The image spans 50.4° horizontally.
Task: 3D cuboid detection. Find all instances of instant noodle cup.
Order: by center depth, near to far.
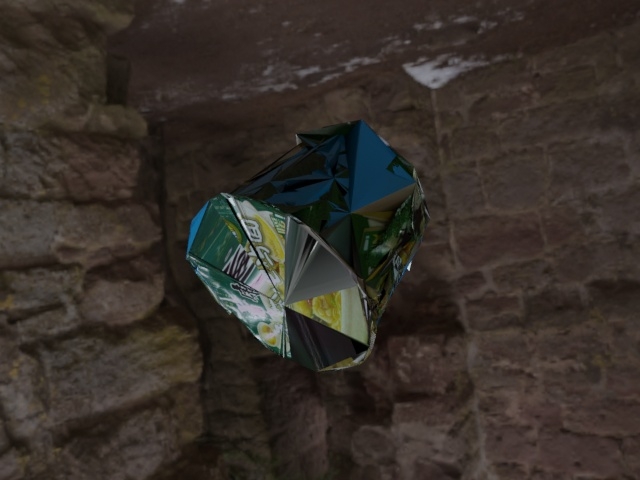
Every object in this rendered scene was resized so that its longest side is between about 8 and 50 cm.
[{"bbox_3d":[0.000,0.000,0.751,0.240,0.240,0.178,-8,-149,44],"label":"instant noodle cup"}]
